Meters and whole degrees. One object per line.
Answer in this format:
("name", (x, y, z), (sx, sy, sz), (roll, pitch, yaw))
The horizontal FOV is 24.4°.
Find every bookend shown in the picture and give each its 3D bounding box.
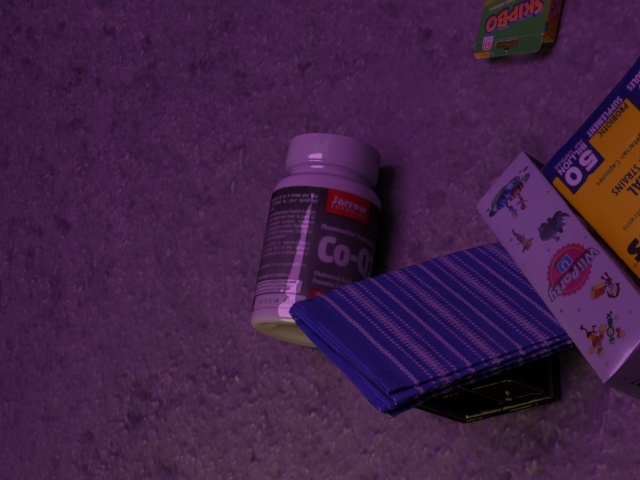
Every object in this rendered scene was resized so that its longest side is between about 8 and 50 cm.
("bookend", (0.189, 0.164, 1.838), (0.157, 0.156, 0.072), (-20, 59, 40))

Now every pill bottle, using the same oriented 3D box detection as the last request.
("pill bottle", (0.000, 0.000, 2.115), (0.161, 0.161, 0.283), (-7, 68, 46))

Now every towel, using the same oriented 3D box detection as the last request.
("towel", (0.158, 0.099, 1.809), (0.243, 0.336, 0.040), (41, 139, 49))

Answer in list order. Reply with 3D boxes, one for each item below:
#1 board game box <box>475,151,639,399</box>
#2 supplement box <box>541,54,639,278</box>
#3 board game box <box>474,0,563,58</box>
("board game box", (0.335, 0.056, 1.677), (0.097, 0.224, 0.303), (-50, 42, 17))
("supplement box", (0.443, -0.015, 1.584), (0.194, 0.195, 0.356), (-51, 50, 18))
("board game box", (0.292, -0.375, 2.068), (0.124, 0.039, 0.259), (0, 70, 48))
